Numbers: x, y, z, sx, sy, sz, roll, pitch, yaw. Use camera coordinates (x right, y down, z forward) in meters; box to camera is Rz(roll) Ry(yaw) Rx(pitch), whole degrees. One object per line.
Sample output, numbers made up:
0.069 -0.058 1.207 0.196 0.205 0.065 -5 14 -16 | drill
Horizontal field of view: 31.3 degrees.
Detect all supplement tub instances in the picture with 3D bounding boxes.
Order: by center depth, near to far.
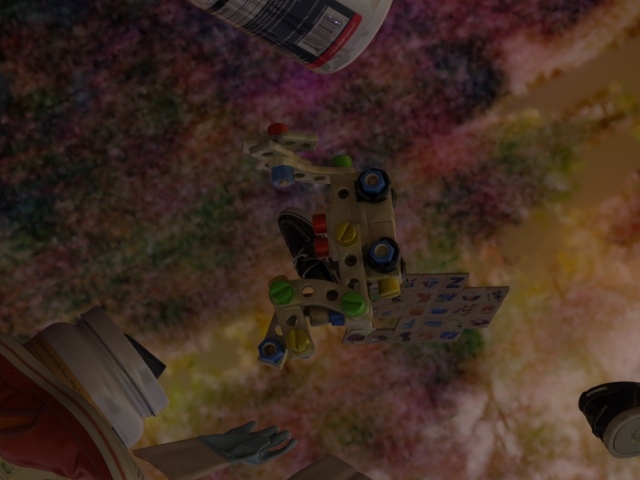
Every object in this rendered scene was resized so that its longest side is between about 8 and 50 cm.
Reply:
-0.056 -0.346 1.428 0.272 0.191 0.191 26 149 -24 | supplement tub
-0.410 0.267 1.723 0.316 0.228 0.228 -37 180 -15 | supplement tub

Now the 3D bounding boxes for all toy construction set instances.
0.000 0.000 1.539 0.215 0.328 0.151 -9 174 8 | toy construction set

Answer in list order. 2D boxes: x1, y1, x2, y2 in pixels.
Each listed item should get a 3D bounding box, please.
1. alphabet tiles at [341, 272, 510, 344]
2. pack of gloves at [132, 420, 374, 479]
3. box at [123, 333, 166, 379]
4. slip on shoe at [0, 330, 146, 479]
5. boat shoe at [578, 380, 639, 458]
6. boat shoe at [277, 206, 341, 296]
0.167 0.107 1.775 0.237 0.009 0.198 -1 145 -14 | alphabet tiles
-0.080 0.290 1.372 0.195 0.046 0.232 24 -161 38 | pack of gloves
-0.422 0.267 2.257 0.153 0.108 0.207 -54 -156 -17 | box
-0.297 0.212 1.239 0.101 0.331 0.123 -43 140 -23 | slip on shoe
0.401 0.190 1.299 0.233 0.084 0.079 0 -155 -26 | boat shoe
-0.008 0.030 1.917 0.070 0.219 0.078 -24 152 -42 | boat shoe
